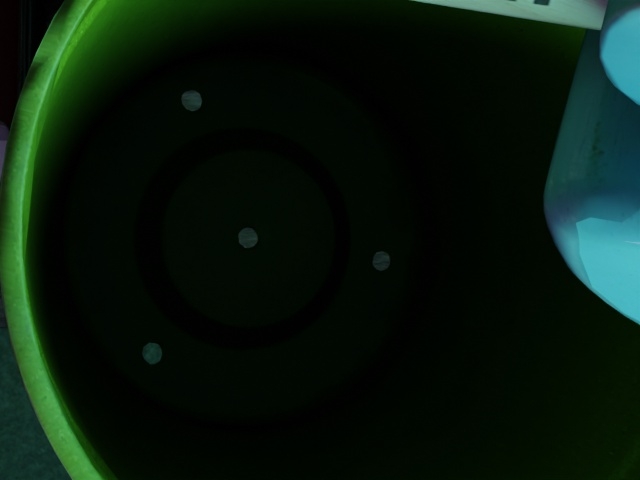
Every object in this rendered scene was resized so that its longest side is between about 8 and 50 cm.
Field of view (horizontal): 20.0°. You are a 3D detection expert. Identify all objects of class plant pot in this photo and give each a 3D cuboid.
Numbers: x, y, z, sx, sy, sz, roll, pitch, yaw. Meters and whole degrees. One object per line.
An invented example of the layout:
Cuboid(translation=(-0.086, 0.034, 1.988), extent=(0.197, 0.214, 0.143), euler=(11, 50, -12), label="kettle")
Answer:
Cuboid(translation=(0.000, 0.000, 0.949), extent=(0.366, 0.366, 0.353), euler=(2, 179, -15), label="plant pot")

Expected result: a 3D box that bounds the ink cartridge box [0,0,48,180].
Cuboid(translation=(-0.301, -0.090, 0.943), extent=(0.309, 0.130, 0.272), euler=(0, 171, -6), label="ink cartridge box")

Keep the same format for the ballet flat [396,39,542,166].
Cuboid(translation=(0.108, -0.101, 1.088), extent=(0.086, 0.086, 0.248), euler=(3, 168, -22), label="ballet flat")

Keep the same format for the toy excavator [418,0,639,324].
Cuboid(translation=(0.119, -0.078, 0.583), extent=(0.445, 0.222, 0.433), euler=(7, 157, 22), label="toy excavator")
